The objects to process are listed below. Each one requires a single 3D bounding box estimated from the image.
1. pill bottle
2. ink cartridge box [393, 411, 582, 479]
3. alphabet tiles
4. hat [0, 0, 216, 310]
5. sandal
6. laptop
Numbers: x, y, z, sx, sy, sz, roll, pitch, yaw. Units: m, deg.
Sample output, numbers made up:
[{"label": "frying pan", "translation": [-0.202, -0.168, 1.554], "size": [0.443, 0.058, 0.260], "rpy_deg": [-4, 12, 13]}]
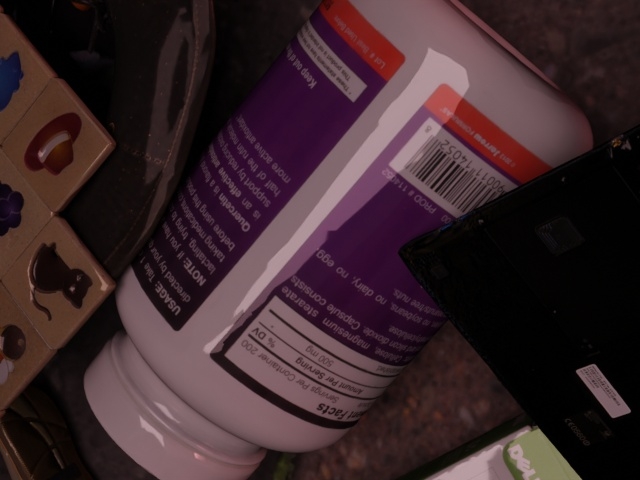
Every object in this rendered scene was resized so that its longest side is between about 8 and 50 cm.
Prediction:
[{"label": "pill bottle", "translation": [0.000, 0.000, 0.787], "size": [0.181, 0.181, 0.323], "rpy_deg": [42, 104, 8]}, {"label": "ink cartridge box", "translation": [0.122, 0.181, 0.832], "size": [0.209, 0.062, 0.109], "rpy_deg": [-31, 87, 14]}, {"label": "alphabet tiles", "translation": [-0.279, -0.039, 0.815], "size": [0.285, 0.011, 0.342], "rpy_deg": [-47, 72, 19]}, {"label": "hat", "translation": [-0.177, -0.107, 0.841], "size": [0.331, 0.134, 0.331], "rpy_deg": [1, 93, 26]}, {"label": "sandal", "translation": [-0.193, 0.189, 0.916], "size": [0.049, 0.072, 0.180], "rpy_deg": [-28, 86, 31]}, {"label": "laptop", "translation": [0.224, 0.010, 0.682], "size": [0.264, 0.136, 0.234], "rpy_deg": [-29, 107, 39]}]
